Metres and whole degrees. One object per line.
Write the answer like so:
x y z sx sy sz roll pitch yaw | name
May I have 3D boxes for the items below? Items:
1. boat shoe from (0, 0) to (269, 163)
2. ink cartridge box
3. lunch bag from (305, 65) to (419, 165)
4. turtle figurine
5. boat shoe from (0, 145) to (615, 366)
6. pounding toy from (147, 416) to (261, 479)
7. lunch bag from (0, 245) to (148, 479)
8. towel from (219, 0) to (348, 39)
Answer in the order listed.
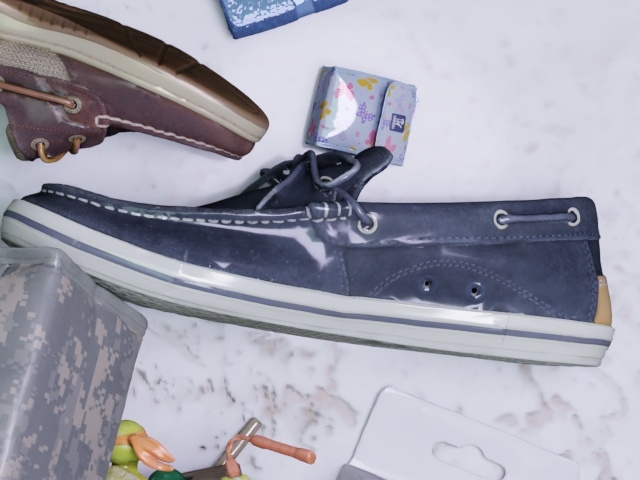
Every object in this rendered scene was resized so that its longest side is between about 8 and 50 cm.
-0.213 -0.120 1.405 0.342 0.123 0.123 20 103 -8 | boat shoe
0.080 0.320 1.452 0.207 0.119 0.354 22 89 -8 | ink cartridge box
0.038 -0.103 1.465 0.083 0.053 0.071 14 92 -17 | lunch bag
-0.142 0.230 1.355 0.269 0.087 0.217 4 93 8 | turtle figurine
0.000 0.000 1.404 0.500 0.187 0.156 8 86 -13 | boat shoe
-0.104 0.231 1.447 0.130 0.100 0.141 -12 91 7 | pounding toy
-0.304 0.128 1.313 0.287 0.169 0.235 2 67 26 | lunch bag
-0.029 -0.214 1.462 0.119 0.029 0.067 -20 95 -7 | towel
